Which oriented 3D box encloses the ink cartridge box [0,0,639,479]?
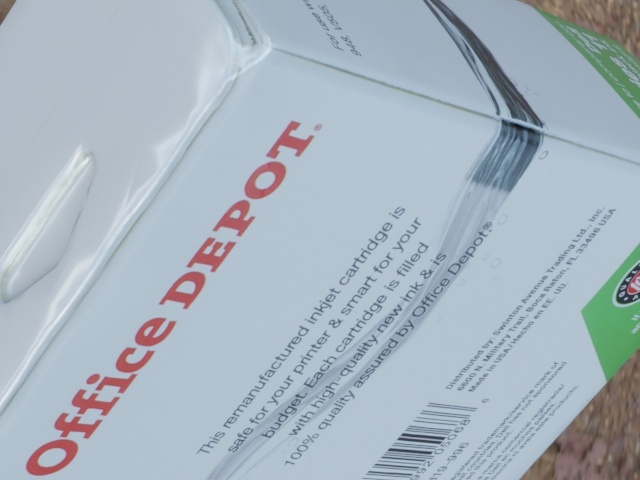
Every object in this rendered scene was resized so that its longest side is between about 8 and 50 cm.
[{"bbox_3d":[0.000,0.000,0.444,0.153,0.208,0.087,-51,51,24],"label":"ink cartridge box"}]
